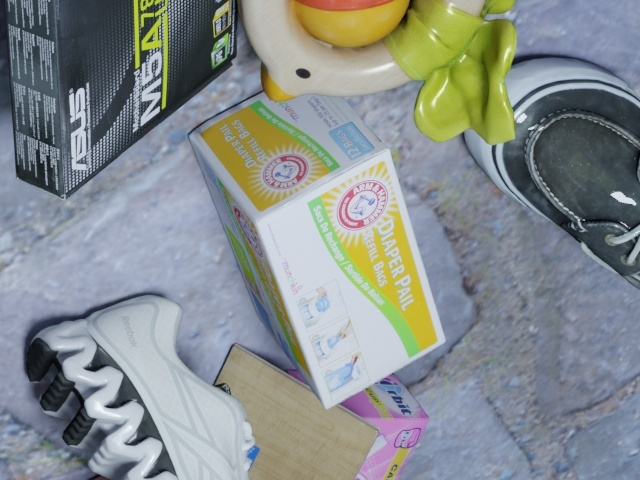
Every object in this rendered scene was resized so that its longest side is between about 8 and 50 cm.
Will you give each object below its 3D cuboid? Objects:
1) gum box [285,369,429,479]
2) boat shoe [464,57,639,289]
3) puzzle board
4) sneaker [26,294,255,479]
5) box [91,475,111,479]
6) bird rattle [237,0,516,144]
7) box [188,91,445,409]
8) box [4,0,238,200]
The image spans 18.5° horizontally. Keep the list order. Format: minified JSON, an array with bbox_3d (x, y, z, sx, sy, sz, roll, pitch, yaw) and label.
[{"bbox_3d":[-0.005,0.196,1.568,0.107,0.062,0.188,5,122,-36],"label":"gum box"},{"bbox_3d":[0.244,-0.035,1.499,0.335,0.119,0.121,26,108,-44],"label":"boat shoe"},{"bbox_3d":[-0.028,0.147,1.486,0.096,0.128,0.011,-64,171,26],"label":"puzzle board"},{"bbox_3d":[-0.086,0.170,1.365,0.118,0.292,0.110,-28,176,-29],"label":"sneaker"},{"bbox_3d":[-0.168,0.280,1.468,0.232,0.148,0.127,-25,135,-14],"label":"box"},{"bbox_3d":[0.050,-0.170,1.232,0.207,0.143,0.253,-14,139,-11],"label":"bird rattle"},{"bbox_3d":[0.000,0.000,1.371,0.103,0.114,0.203,-29,135,-10],"label":"box"},{"bbox_3d":[-0.114,-0.148,1.164,0.184,0.045,0.190,-46,149,-44],"label":"box"}]
